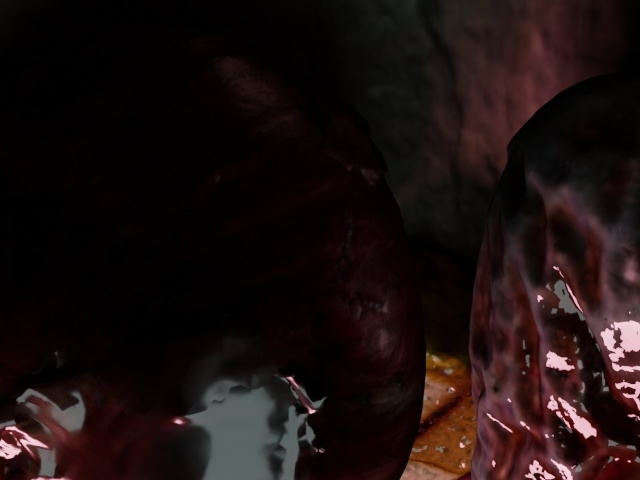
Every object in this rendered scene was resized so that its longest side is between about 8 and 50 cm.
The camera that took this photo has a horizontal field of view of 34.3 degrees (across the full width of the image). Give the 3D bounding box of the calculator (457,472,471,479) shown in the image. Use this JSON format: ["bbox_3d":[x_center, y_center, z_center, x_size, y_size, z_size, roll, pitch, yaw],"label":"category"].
[{"bbox_3d":[0.139,0.195,0.803,0.127,0.034,0.190,-4,155,-16],"label":"calculator"}]

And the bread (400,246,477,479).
[{"bbox_3d":[0.043,0.099,0.697,0.181,0.096,0.222,25,135,-24],"label":"bread"}]

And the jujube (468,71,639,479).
[{"bbox_3d":[0.185,0.065,0.514,0.226,0.226,0.317,1,112,5],"label":"jujube"}]

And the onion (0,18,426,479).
[{"bbox_3d":[-0.097,0.042,0.511,0.314,0.232,0.313,5,101,27],"label":"onion"}]
